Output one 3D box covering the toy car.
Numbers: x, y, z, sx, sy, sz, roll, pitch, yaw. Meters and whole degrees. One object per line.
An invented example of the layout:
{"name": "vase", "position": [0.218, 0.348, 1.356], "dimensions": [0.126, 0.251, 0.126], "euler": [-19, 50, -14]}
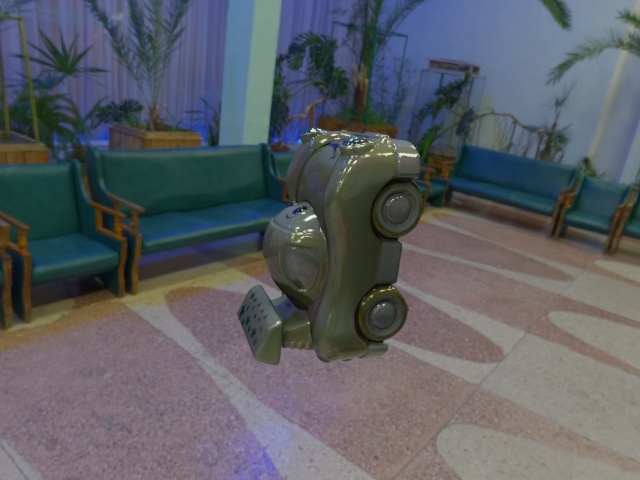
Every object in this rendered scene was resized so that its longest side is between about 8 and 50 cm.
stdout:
{"name": "toy car", "position": [0.000, 0.000, 0.758], "dimensions": [0.226, 0.337, 0.242], "euler": [0, 16, -19]}
